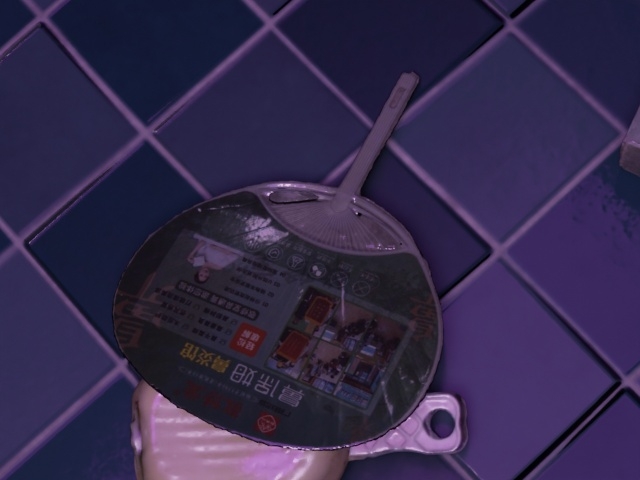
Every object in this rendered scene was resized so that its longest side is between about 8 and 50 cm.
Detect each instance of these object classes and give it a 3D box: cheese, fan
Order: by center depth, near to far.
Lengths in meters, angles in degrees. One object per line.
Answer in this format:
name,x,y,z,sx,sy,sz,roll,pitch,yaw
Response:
cheese,-0.014,0.128,1.106,0.228,0.064,0.137,-4,77,7
fan,0.011,0.027,1.111,0.294,0.012,0.223,-33,62,-15

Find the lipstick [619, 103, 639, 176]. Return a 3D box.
lipstick,0.305,-0.185,1.154,0.068,0.066,0.317,25,79,13
